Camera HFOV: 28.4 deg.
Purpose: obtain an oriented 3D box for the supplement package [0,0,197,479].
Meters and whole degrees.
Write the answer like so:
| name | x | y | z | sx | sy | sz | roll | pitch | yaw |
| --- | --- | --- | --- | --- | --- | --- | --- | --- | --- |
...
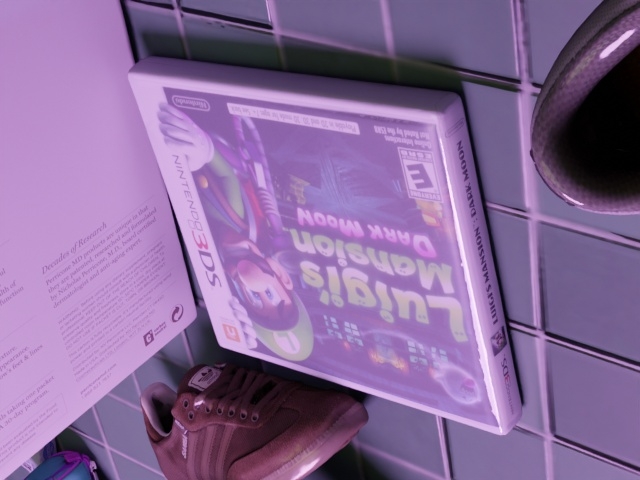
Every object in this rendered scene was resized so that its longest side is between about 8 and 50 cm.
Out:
| name | x | y | z | sx | sy | sz | roll | pitch | yaw |
| --- | --- | --- | --- | --- | --- | --- | --- | --- | --- |
| supplement package | -0.221 | -0.035 | 0.653 | 0.198 | 0.199 | 0.263 | 20 | 135 | 34 |

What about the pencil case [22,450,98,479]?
| name | x | y | z | sx | sy | sz | roll | pitch | yaw |
| --- | --- | --- | --- | --- | --- | --- | --- | --- | --- |
| pencil case | -0.163 | 0.231 | 0.945 | 0.152 | 0.070 | 0.064 | 55 | -179 | -10 |

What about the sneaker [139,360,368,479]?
| name | x | y | z | sx | sy | sz | roll | pitch | yaw |
| --- | --- | --- | --- | --- | --- | --- | --- | --- | --- |
| sneaker | -0.050 | 0.103 | 0.713 | 0.071 | 0.066 | 0.188 | 55 | 143 | -7 |

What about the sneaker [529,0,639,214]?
| name | x | y | z | sx | sy | sz | roll | pitch | yaw |
| --- | --- | --- | --- | --- | --- | --- | --- | --- | --- |
| sneaker | 0.160 | -0.069 | 0.312 | 0.100 | 0.108 | 0.271 | 54 | 142 | -4 |

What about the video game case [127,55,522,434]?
| name | x | y | z | sx | sy | sz | roll | pitch | yaw |
| --- | --- | --- | --- | --- | --- | --- | --- | --- | --- |
| video game case | 0.000 | 0.000 | 0.607 | 0.190 | 0.022 | 0.173 | 13 | 131 | 39 |

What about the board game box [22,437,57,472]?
| name | x | y | z | sx | sy | sz | roll | pitch | yaw |
| --- | --- | --- | --- | --- | --- | --- | --- | --- | --- |
| board game box | -0.242 | 0.130 | 0.973 | 0.090 | 0.020 | 0.090 | 31 | 141 | 23 |
